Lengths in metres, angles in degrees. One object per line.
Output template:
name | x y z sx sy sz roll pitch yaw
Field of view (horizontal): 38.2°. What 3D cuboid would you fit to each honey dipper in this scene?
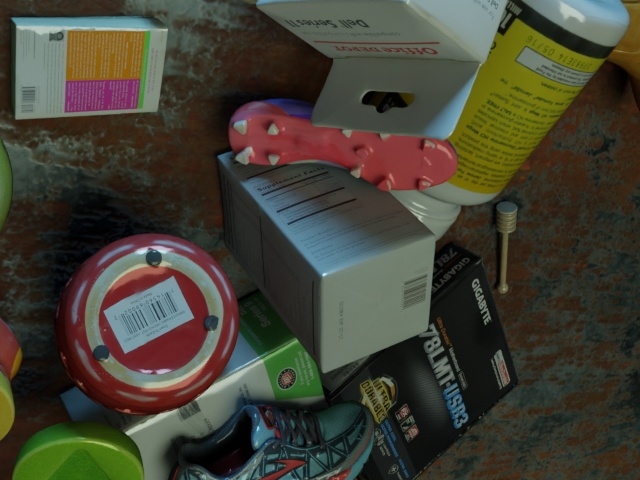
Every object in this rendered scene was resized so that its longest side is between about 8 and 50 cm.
honey dipper | 0.269 0.016 1.350 0.030 0.030 0.161 -22 130 -21

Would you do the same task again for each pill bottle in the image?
pill bottle | 0.169 -0.162 1.036 0.188 0.188 0.334 8 129 -36

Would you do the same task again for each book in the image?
book | -0.227 -0.168 0.905 0.144 0.035 0.096 -7 125 -30

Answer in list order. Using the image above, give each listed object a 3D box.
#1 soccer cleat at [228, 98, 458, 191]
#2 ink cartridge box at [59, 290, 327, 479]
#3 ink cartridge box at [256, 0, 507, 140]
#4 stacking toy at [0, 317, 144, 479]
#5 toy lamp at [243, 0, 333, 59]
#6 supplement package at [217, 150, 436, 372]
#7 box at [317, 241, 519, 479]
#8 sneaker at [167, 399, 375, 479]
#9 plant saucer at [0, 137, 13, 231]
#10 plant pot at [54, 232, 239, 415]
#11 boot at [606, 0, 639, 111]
soccer cleat | 0.024 -0.111 0.981 0.248 0.095 0.083 7 123 9
ink cartridge box | -0.145 0.223 1.143 0.289 0.121 0.211 -26 130 -18
ink cartridge box | 0.075 -0.281 0.847 0.119 0.207 0.353 26 81 -42
stacking toy | -0.349 0.218 0.975 0.279 0.130 0.309 28 118 -28
toy lamp | -0.035 -0.244 0.951 0.274 0.080 0.080 10 112 -38
supplement package | 0.000 0.000 1.011 0.134 0.244 0.139 -19 133 -22
box | 0.142 0.199 1.336 0.293 0.073 0.295 -38 133 -16
sneaker | -0.048 0.241 1.067 0.262 0.104 0.125 -22 126 -23
plant saucer | -0.407 -0.036 0.865 0.241 0.037 0.241 -17 126 -24
plant pot | -0.177 0.089 0.953 0.191 0.174 0.191 2 84 -16
boot | 0.365 -0.263 1.202 0.211 0.104 0.295 -21 122 -15
